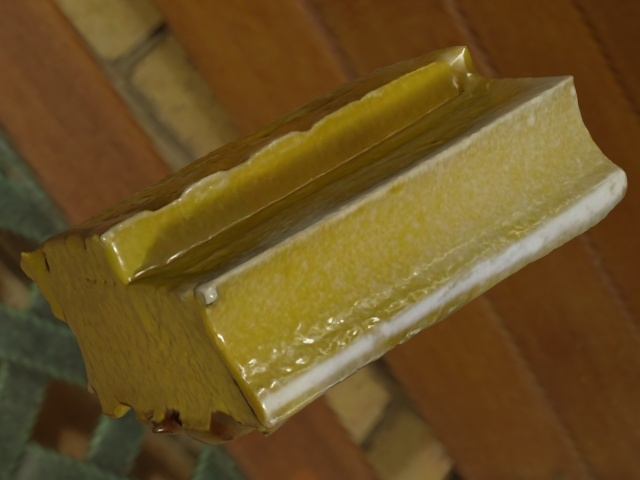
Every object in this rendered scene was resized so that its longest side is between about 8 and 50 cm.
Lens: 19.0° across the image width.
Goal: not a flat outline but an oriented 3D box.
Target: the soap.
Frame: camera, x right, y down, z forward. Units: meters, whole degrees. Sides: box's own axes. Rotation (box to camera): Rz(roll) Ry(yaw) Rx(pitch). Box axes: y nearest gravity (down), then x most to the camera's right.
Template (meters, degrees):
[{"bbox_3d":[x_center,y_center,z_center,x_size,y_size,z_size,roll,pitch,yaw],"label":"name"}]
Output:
[{"bbox_3d":[0.000,0.000,1.143,0.259,0.281,0.143,3,118,59],"label":"soap"}]
